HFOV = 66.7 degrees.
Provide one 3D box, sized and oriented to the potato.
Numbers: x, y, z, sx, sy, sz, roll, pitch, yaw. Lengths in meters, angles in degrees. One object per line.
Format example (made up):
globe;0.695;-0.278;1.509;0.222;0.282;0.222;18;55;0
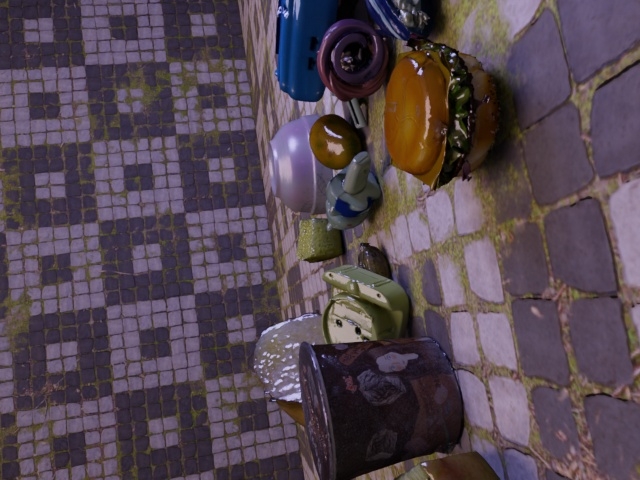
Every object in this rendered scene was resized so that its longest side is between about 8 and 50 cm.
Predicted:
potato;0.018;0.322;1.099;0.289;0.300;0.237;-69;-32;-50

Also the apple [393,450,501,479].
apple;0.179;0.360;0.591;0.265;0.120;0.193;95;151;-55

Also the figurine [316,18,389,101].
figurine;0.062;-0.295;0.822;0.114;0.126;0.157;41;-169;5

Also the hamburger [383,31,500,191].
hamburger;0.134;-0.142;0.552;0.189;0.093;0.164;-116;24;-55

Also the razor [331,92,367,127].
razor;0.055;-0.298;1.014;0.211;0.035;0.084;-109;-4;-63

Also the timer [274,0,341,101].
timer;-0.022;-0.461;0.934;0.309;0.115;0.340;101;172;-61

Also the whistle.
whistle;0.061;-0.087;0.940;0.092;0.110;0.244;46;157;13

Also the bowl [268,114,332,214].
bowl;-0.068;-0.209;1.386;0.287;0.143;0.287;173;90;-80

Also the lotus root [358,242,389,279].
lotus root;0.101;0.047;0.931;0.054;0.049;0.099;-44;56;45

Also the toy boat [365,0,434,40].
toy boat;0.115;-0.394;0.577;0.292;0.070;0.210;103;152;-51

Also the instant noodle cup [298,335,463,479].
instant noodle cup;0.085;0.248;0.745;0.217;0.207;0.218;173;90;-77

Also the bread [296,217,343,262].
bread;0.000;0.000;1.257;0.129;0.111;0.114;-3;90;60

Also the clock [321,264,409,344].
clock;0.072;0.171;0.896;0.170;0.069;0.232;19;112;41

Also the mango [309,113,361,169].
mango;0.032;-0.203;1.032;0.163;0.089;0.111;-120;25;-43
